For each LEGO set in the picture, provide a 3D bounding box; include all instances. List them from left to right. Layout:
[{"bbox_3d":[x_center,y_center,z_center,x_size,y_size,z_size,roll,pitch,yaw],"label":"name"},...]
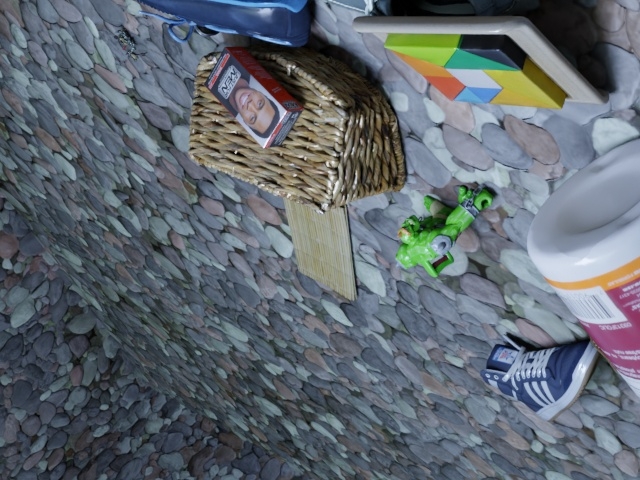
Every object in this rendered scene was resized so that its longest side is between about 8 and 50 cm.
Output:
[{"bbox_3d":[-0.357,-0.367,1.715,0.054,0.023,0.083,42,168,3],"label":"LEGO set"}]

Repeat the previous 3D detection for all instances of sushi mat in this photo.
[{"bbox_3d":[0.000,0.000,1.808,0.151,0.019,0.317,30,152,25],"label":"sushi mat"}]

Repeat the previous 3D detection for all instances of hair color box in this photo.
[{"bbox_3d":[-0.096,-0.205,1.317,0.141,0.043,0.072,46,122,18],"label":"hair color box"}]

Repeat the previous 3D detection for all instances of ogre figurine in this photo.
[{"bbox_3d":[0.180,-0.013,1.417,0.197,0.118,0.097,2,135,53],"label":"ogre figurine"}]

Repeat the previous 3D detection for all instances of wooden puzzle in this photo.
[{"bbox_3d":[0.183,-0.198,1.058,0.221,0.044,0.238,13,176,43],"label":"wooden puzzle"}]

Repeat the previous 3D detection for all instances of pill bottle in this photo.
[{"bbox_3d":[0.442,0.088,1.092,0.392,0.224,0.224,49,154,-17],"label":"pill bottle"}]

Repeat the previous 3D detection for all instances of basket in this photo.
[{"bbox_3d":[-0.024,-0.197,1.435,0.299,0.223,0.214,24,116,32],"label":"basket"}]

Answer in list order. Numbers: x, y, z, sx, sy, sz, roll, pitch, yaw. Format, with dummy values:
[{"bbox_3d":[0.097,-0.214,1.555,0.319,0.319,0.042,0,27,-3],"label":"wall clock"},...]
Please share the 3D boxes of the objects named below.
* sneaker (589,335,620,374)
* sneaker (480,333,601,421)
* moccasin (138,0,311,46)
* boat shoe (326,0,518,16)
[{"bbox_3d":[0.441,0.145,1.301,0.086,0.064,0.192,19,-160,-8],"label":"sneaker"},{"bbox_3d":[0.363,0.210,1.549,0.153,0.099,0.282,33,157,12],"label":"sneaker"},{"bbox_3d":[-0.167,-0.343,1.348,0.342,0.138,0.117,26,156,31],"label":"moccasin"},{"bbox_3d":[0.090,-0.303,1.093,0.319,0.099,0.116,17,146,41],"label":"boat shoe"}]
